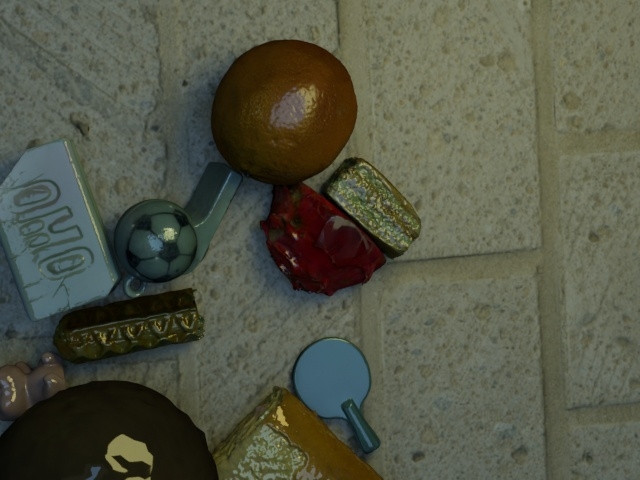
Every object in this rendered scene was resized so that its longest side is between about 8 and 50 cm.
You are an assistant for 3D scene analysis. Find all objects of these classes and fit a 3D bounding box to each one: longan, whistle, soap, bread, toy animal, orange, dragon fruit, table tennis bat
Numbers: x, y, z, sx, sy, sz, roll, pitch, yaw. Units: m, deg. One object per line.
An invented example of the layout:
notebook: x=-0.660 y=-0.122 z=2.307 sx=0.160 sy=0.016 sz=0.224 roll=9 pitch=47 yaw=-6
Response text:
longan: x=-0.354 y=0.431 z=1.554 sx=0.404 sy=0.436 sz=0.403 roll=5 pitch=64 yaw=-10
whistle: x=-0.274 y=-0.030 z=1.686 sx=0.164 sy=0.163 sz=0.289 roll=27 pitch=86 yaw=-9
soap: x=-0.476 y=-0.019 z=1.682 sx=0.173 sy=0.095 sz=0.289 roll=-19 pitch=94 yaw=-9
bread: x=0.099 y=-0.061 z=1.752 sx=0.196 sy=0.138 sz=0.102 roll=44 pitch=89 yaw=-5
toy animal: x=-0.552 y=0.273 z=1.667 sx=0.213 sy=0.124 sz=0.124 roll=-11 pitch=93 yaw=-12
orange: x=-0.066 y=-0.220 z=1.663 sx=0.264 sy=0.264 sz=0.264 roll=0 pitch=91 yaw=-9
bread: x=-0.345 y=0.156 z=1.710 sx=0.270 sy=0.087 sz=0.098 roll=-11 pitch=94 yaw=-9
bread: x=-0.017 y=0.464 z=1.730 sx=0.375 sy=0.165 sz=0.236 roll=43 pitch=82 yaw=-6
dragon fruit: x=0.000 y=0.000 z=1.734 sx=0.262 sy=0.189 sz=0.163 roll=44 pitch=58 yaw=-11
table tennis bat: x=0.043 y=0.297 z=1.802 sx=0.149 sy=0.038 sz=0.237 roll=-31 pitch=91 yaw=-9
